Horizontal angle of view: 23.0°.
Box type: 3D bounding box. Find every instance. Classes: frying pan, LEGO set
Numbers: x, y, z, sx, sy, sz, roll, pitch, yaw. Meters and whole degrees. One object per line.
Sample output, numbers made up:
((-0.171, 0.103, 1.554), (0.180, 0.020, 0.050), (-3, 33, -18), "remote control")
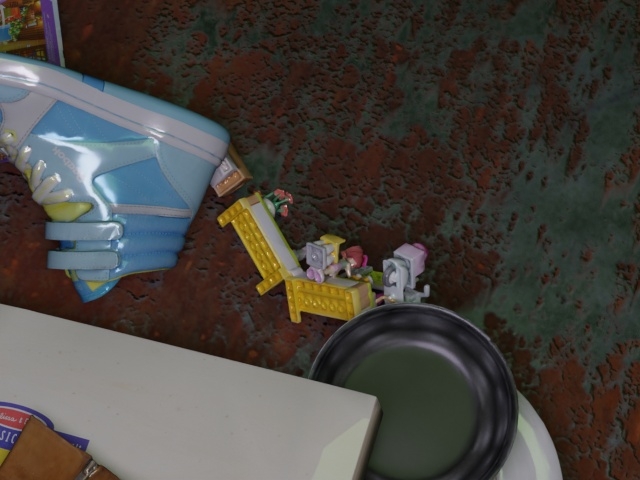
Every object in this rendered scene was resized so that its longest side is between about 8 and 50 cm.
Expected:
((0.058, 0.212, 1.435), (0.197, 0.053, 0.326), (23, 75, 6), "frying pan")
((0.000, 0.000, 1.592), (0.287, 0.132, 0.107), (33, 39, 31), "LEGO set")

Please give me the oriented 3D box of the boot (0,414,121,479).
((-0.318, 0.265, 1.327), (0.264, 0.096, 0.280), (26, 72, 22), "boot")

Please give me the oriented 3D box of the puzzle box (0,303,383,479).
((-0.175, 0.221, 1.401), (0.408, 0.052, 0.272), (13, 70, 16), "puzzle box")

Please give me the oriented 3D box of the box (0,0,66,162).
((-0.405, -0.174, 1.585), (0.293, 0.057, 0.201), (-4, 70, -15), "box")

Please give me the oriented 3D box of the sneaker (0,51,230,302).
((-0.258, -0.057, 1.502), (0.319, 0.127, 0.208), (17, 88, -16), "sneaker")

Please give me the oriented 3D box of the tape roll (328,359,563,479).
((0.088, 0.248, 1.512), (0.286, 0.100, 0.286), (5, 67, -11), "tape roll")
